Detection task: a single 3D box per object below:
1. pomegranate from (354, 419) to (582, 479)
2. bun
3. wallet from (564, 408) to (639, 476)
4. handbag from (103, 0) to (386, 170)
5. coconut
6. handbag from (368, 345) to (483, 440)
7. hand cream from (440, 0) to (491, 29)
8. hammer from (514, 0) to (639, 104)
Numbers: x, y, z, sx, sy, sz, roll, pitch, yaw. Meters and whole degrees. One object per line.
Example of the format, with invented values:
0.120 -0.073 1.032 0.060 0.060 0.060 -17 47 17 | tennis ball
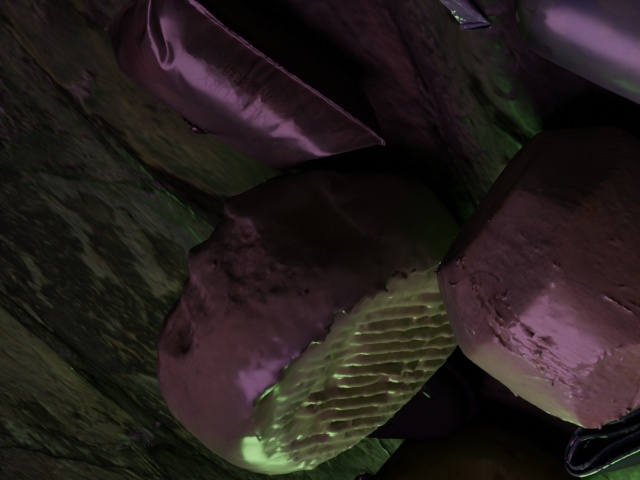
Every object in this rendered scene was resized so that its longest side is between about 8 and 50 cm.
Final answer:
0.181 0.376 2.079 0.332 0.333 0.332 21 154 11 | pomegranate
-0.013 0.069 1.676 0.211 0.359 0.360 49 165 28 | bun
0.402 0.150 1.559 0.251 0.054 0.290 -10 165 -33 | wallet
-0.081 -0.151 1.524 0.270 0.117 0.182 34 161 -19 | handbag
0.242 0.040 1.431 0.247 0.245 0.245 37 154 -4 | coconut
0.053 0.158 1.997 0.308 0.093 0.254 -5 140 47 | handbag
0.107 -0.205 1.360 0.030 0.019 0.093 -1 150 41 | hand cream
0.262 -0.214 1.106 0.206 0.119 0.335 23 148 2 | hammer
